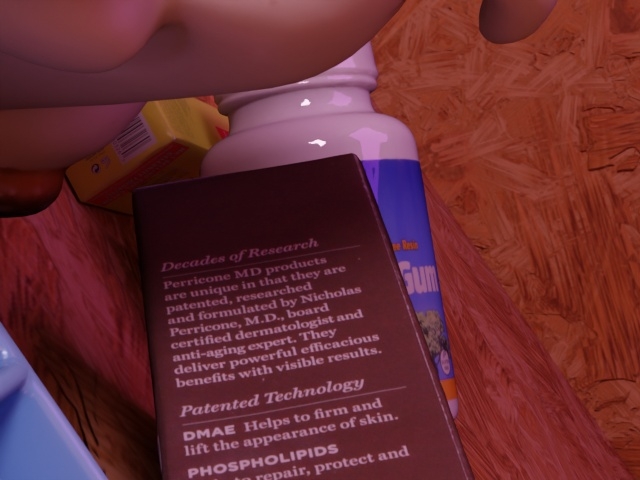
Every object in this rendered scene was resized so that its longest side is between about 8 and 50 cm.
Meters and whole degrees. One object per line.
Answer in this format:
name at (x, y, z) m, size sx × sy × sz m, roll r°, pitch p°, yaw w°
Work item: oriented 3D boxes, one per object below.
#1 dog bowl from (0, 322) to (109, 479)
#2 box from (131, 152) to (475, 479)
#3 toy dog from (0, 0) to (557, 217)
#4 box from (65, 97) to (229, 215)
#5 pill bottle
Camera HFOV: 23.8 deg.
dog bowl at (-0.160, 0.082, 0.583) m, size 0.297 × 0.074 × 0.166 m, roll 57°, pitch 12°, yaw -3°
box at (-0.005, 0.138, 0.737) m, size 0.381 × 0.143 × 0.191 m, roll -103°, pitch -174°, yaw -56°
toy dog at (-0.125, -0.168, 0.714) m, size 0.395 × 0.408 × 0.284 m, roll 10°, pitch 74°, yaw -26°
box at (-0.106, -0.059, 1.127) m, size 0.058 × 0.087 × 0.232 m, roll 60°, pitch 11°, yaw 14°
pill bottle at (0.000, 0.000, 1.030) m, size 0.152 × 0.152 × 0.272 m, roll 3°, pitch 78°, yaw -75°
